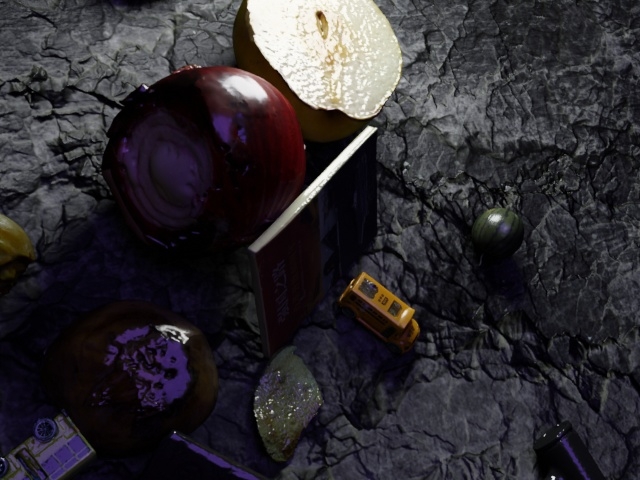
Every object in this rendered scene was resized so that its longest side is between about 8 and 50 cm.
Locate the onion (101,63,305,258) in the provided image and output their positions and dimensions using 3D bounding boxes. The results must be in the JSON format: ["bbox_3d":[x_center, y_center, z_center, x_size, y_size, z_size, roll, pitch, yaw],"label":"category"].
[{"bbox_3d":[-0.174,-0.130,1.517,0.341,0.341,0.341,12,60,-21],"label":"onion"}]

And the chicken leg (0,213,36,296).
[{"bbox_3d":[-0.646,0.004,1.343,0.429,0.152,0.201,10,48,-13],"label":"chicken leg"}]

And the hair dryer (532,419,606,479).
[{"bbox_3d":[0.414,0.476,1.651,0.251,0.089,0.197,-28,81,-25],"label":"hair dryer"}]

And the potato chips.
[{"bbox_3d":[-0.054,0.274,1.546,0.142,0.026,0.209,7,63,-31],"label":"potato chips"}]

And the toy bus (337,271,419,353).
[{"bbox_3d":[0.117,0.134,1.676,0.162,0.074,0.069,38,53,-2],"label":"toy bus"}]

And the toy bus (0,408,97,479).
[{"bbox_3d":[-0.410,0.329,1.285,0.175,0.088,0.101,-39,84,-22],"label":"toy bus"}]

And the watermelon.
[{"bbox_3d":[0.356,-0.004,1.856,0.105,0.105,0.133,37,77,-5],"label":"watermelon"}]

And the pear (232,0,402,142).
[{"bbox_3d":[-0.025,-0.353,1.793,0.340,0.191,0.386,12,59,-25],"label":"pear"}]

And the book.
[{"bbox_3d":[0.000,0.000,1.595,0.028,0.262,0.374,23,50,24],"label":"book"}]

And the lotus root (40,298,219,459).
[{"bbox_3d":[-0.283,0.201,1.389,0.272,0.192,0.272,8,69,-22],"label":"lotus root"}]

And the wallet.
[{"bbox_3d":[-0.125,0.414,1.358,0.321,0.170,0.044,29,22,-9],"label":"wallet"}]
